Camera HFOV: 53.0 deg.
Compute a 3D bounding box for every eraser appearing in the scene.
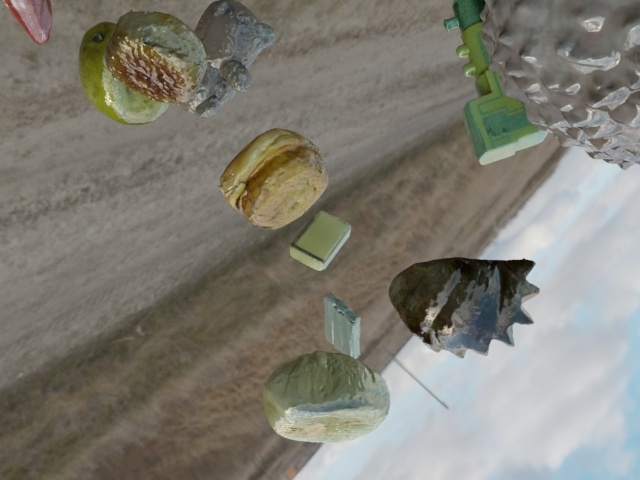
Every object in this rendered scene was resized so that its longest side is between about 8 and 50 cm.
[{"bbox_3d":[0.000,0.000,1.877,0.172,0.117,0.058,-52,163,-36],"label":"eraser"}]

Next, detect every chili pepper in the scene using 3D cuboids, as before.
[{"bbox_3d":[-0.616,-0.530,1.334,0.136,0.144,0.253,-36,159,-25],"label":"chili pepper"}]

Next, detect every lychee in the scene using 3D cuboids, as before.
[{"bbox_3d":[0.356,-0.243,0.613,0.380,0.432,0.380,-11,115,-25],"label":"lychee"}]

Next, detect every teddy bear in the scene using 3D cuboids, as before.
[{"bbox_3d":[-0.227,-0.400,1.433,0.151,0.236,0.267,9,116,-44],"label":"teddy bear"}]

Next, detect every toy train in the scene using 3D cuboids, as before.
[{"bbox_3d":[0.359,-0.351,1.220,0.237,0.369,0.150,-18,171,10],"label":"toy train"}]

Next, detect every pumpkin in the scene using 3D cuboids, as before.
[{"bbox_3d":[0.209,0.110,1.018,0.254,0.130,0.149,-28,142,35],"label":"pumpkin"}]

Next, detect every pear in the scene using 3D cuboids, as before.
[{"bbox_3d":[-0.582,-0.488,1.910,0.253,0.253,0.307,-45,145,-16],"label":"pear"}]

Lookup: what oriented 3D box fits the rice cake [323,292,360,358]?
[{"bbox_3d":[0.055,0.221,1.642,0.038,0.124,0.211,-35,144,-22],"label":"rice cake"}]

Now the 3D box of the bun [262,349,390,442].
[{"bbox_3d":[0.015,0.293,1.241,0.244,0.243,0.153,115,-25,-56],"label":"bun"}]

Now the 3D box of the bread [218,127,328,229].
[{"bbox_3d":[-0.083,-0.121,1.268,0.198,0.120,0.236,-45,158,10],"label":"bread"}]

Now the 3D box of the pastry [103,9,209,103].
[{"bbox_3d":[-0.298,-0.333,1.166,0.192,0.182,0.093,141,-33,-64],"label":"pastry"}]
